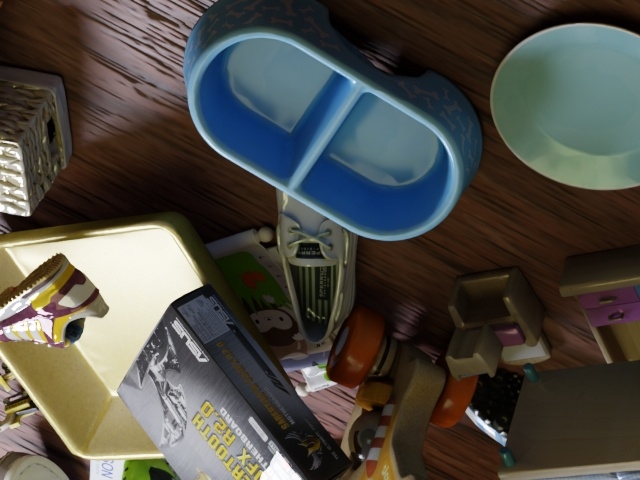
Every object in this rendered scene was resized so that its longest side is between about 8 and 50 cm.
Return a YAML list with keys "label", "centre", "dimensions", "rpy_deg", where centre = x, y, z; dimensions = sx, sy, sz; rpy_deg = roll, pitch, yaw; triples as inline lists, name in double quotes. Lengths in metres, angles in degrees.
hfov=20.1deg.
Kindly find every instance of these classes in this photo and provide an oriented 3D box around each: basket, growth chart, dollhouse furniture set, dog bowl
- label: "basket"
  centre: [-0.343, -0.104, 1.788]
  dimensions: [0.167, 0.103, 0.113]
  rpy_deg: [10, 135, 10]
- label: "growth chart"
  centre: [-0.044, 0.077, 1.911]
  dimensions: [0.172, 0.021, 0.237]
  rpy_deg: [-27, 118, 38]
- label: "dollhouse furniture set"
  centre: [0.260, 0.183, 1.702]
  dimensions: [0.286, 0.303, 0.198]
  rpy_deg: [-11, 126, 28]
- label: "dog bowl"
  centre: [0.008, -0.108, 1.649]
  dimensions: [0.297, 0.074, 0.166]
  rpy_deg: [31, 117, -9]

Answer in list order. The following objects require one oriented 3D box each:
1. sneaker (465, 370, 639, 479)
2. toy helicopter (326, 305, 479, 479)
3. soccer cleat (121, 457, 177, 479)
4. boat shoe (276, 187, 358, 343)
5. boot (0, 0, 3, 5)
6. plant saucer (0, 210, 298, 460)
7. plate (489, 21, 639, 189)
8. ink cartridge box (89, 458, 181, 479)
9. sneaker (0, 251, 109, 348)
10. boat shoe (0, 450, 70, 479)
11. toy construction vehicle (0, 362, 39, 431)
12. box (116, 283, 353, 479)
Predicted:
- label: "sneaker"
  centre: [0.243, 0.218, 1.899]
  dimensions: [0.237, 0.085, 0.086]
  rpy_deg: [31, 142, -6]
- label: "toy helicopter"
  centre: [0.061, 0.228, 1.748]
  dimensions: [0.140, 0.355, 0.235]
  rpy_deg: [24, 103, -11]
- label: "soccer cleat"
  centre: [-0.163, 0.312, 2.070]
  dimensions: [0.060, 0.072, 0.179]
  rpy_deg: [-29, 116, 35]
- label: "boat shoe"
  centre: [0.000, 0.000, 1.769]
  dimensions: [0.083, 0.076, 0.226]
  rpy_deg: [-1, 123, 16]
- label: "boot"
  centre: [-0.328, -0.196, 1.668]
  dimensions: [0.152, 0.073, 0.197]
  rpy_deg: [-33, 81, 31]
- label: "plant saucer"
  centre: [-0.198, 0.092, 1.919]
  dimensions: [0.333, 0.081, 0.332]
  rpy_deg: [-6, 130, 33]
- label: "plate"
  centre: [0.246, -0.123, 1.618]
  dimensions: [0.188, 0.024, 0.188]
  rpy_deg: [10, 135, 10]
- label: "ink cartridge box"
  centre: [-0.166, 0.310, 2.153]
  dimensions: [0.224, 0.045, 0.223]
  rpy_deg: [14, 134, 6]
- label: "sneaker"
  centre: [-0.291, 0.084, 1.846]
  dimensions: [0.084, 0.069, 0.185]
  rpy_deg: [45, 137, -13]
- label: "boat shoe"
  centre: [-0.352, 0.374, 2.236]
  dimensions: [0.097, 0.116, 0.324]
  rpy_deg: [26, 144, 37]
- label: "toy construction vehicle"
  centre: [-0.368, 0.183, 2.091]
  dimensions: [0.098, 0.035, 0.086]
  rpy_deg: [-21, 137, 0]
- label: "box"
  centre: [-0.090, 0.183, 1.781]
  dimensions: [0.231, 0.056, 0.183]
  rpy_deg: [52, 140, 13]
